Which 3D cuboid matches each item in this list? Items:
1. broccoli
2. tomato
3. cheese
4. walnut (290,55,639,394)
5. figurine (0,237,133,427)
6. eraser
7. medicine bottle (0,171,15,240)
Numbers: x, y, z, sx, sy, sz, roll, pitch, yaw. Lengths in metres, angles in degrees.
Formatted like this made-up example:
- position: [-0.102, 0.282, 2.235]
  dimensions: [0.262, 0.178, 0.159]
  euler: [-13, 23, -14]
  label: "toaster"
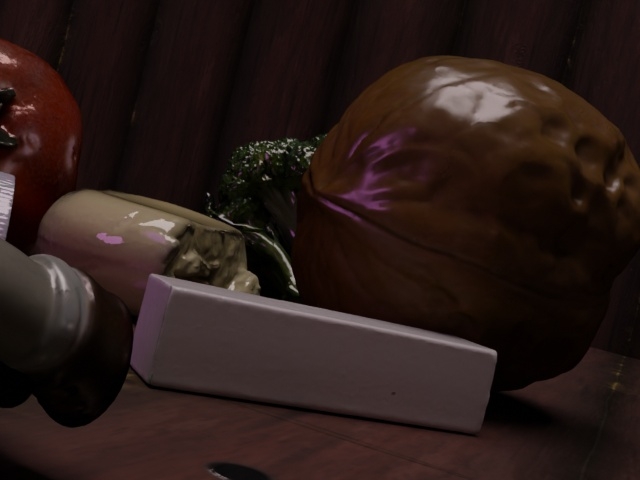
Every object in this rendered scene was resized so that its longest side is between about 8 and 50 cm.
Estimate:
- position: [0.000, 0.000, 1.276]
  dimensions: [0.321, 0.303, 0.283]
  euler: [49, 19, -40]
  label: "broccoli"
- position: [-0.450, -0.116, 1.090]
  dimensions: [0.325, 0.293, 0.290]
  euler: [8, -12, -23]
  label: "tomato"
- position: [-0.187, 0.023, 1.070]
  dimensions: [0.233, 0.127, 0.266]
  euler: [17, 4, 18]
  label: "cheese"
- position: [0.153, -0.013, 0.988]
  dimensions: [0.397, 0.354, 0.308]
  euler: [17, 7, -36]
  label: "walnut"
- position: [-0.221, 0.007, 0.301]
  dimensions: [0.281, 0.167, 0.370]
  euler: [9, -9, 34]
  label: "figurine"
- position: [0.000, 0.096, 0.763]
  dimensions: [0.298, 0.076, 0.078]
  euler: [14, 0, -25]
  label: "eraser"
- position: [-0.300, -0.006, 0.522]
  dimensions: [0.225, 0.139, 0.139]
  euler: [13, 1, -21]
  label: "medicine bottle"
